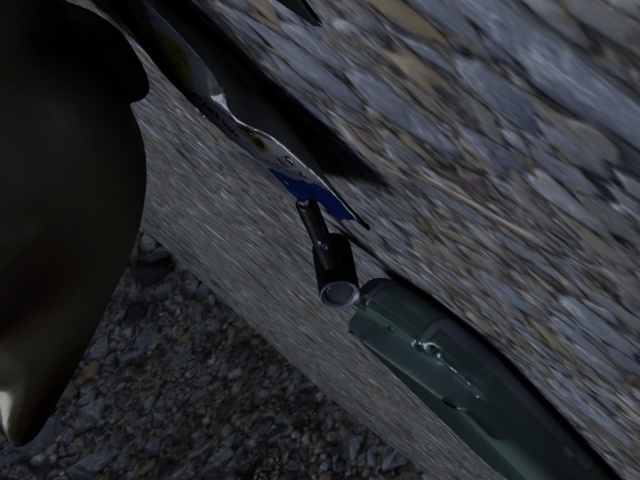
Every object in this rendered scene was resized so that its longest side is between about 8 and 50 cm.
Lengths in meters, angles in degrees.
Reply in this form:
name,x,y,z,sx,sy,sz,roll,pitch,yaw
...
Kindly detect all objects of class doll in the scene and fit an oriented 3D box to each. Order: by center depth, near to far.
name,x,y,z,sx,sy,sz,roll,pitch,yaw
doll,-0.226,-0.096,0.995,0.370,0.226,0.215,44,164,14

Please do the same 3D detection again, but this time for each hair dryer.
name,x,y,z,sx,sy,sz,roll,pitch,yaw
hair dryer,0.000,0.000,1.213,0.047,0.026,0.083,-102,-10,-45

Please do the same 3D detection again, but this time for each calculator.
name,x,y,z,sx,sy,sz,roll,pitch,yaw
calculator,0.108,0.111,1.270,0.246,0.045,0.141,46,173,-39

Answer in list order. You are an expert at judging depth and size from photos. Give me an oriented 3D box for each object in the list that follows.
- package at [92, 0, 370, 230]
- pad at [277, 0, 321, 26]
name,x,y,z,sx,sy,sz,roll,pitch,yaw
package,-0.051,-0.073,0.991,0.173,0.027,0.171,47,174,-13
pad,-0.077,-0.149,0.681,0.127,0.004,0.190,37,174,34
